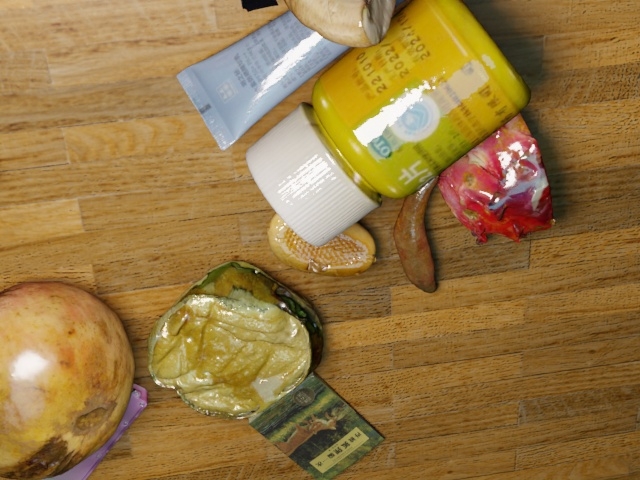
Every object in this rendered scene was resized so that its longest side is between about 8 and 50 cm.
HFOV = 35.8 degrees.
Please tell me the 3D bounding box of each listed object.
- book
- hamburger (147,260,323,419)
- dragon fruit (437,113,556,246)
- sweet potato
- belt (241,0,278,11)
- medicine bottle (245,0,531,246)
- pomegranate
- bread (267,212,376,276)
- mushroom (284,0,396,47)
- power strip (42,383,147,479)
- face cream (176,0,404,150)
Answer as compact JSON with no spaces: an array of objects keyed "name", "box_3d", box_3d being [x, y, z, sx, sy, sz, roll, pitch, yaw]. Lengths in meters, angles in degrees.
[{"name":"book","box_3d":[-0.006,0.357,1.878,0.160,0.024,0.228,-37,120,11]},{"name":"hamburger","box_3d":[-0.140,0.174,1.679,0.285,0.134,0.265,40,111,-21]},{"name":"dragon fruit","box_3d":[0.280,-0.074,1.596,0.161,0.126,0.274,-19,122,2]},{"name":"sweet potato","box_3d":[0.162,-0.003,1.660,0.078,0.058,0.255,-7,126,-2]},{"name":"belt","box_3d":[-0.094,-0.384,1.354,0.058,0.105,0.140,-8,113,-4]},{"name":"medicine bottle","box_3d":[0.093,-0.175,1.444,0.384,0.224,0.224,-36,120,13]},{"name":"pomegranate","box_3d":[-0.447,0.220,1.567,0.322,0.322,0.322,-4,122,-7]},{"name":"bread","box_3d":[0.000,0.000,1.627,0.189,0.077,0.114,16,97,-18]},{"name":"mushroom","box_3d":[0.009,-0.372,1.318,0.151,0.285,0.156,-11,159,26]},{"name":"power strip","box_3d":[-0.424,0.346,1.791,0.109,0.037,0.279,30,113,-24]},{"name":"face cream","box_3d":[-0.022,-0.291,1.434,0.385,0.086,0.135,-33,84,11]}]
